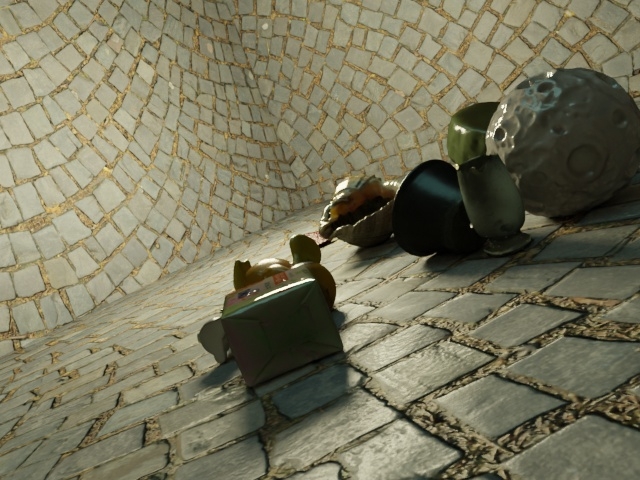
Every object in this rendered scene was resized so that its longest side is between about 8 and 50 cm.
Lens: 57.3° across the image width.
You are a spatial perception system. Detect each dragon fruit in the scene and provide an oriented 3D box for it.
[{"bbox_3d":[0.000,0.003,2.242,0.131,0.063,0.097,-24,41,-22],"label":"dragon fruit"}]

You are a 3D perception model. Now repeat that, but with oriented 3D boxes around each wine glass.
[{"bbox_3d":[0.354,-0.071,1.198,0.111,0.204,0.111,-23,11,5],"label":"wine glass"}]

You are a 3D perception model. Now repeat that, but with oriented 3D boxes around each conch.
[{"bbox_3d":[0.144,-0.070,1.818,0.297,0.210,0.352,-14,32,40],"label":"conch"}]

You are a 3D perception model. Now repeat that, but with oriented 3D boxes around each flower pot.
[{"bbox_3d":[0.295,-0.055,1.327,0.235,0.235,0.148,-25,29,-26],"label":"flower pot"}]

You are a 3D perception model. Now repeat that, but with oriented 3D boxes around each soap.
[{"bbox_3d":[-0.075,0.146,1.063,0.182,0.138,0.199,-23,9,-5],"label":"soap"}]

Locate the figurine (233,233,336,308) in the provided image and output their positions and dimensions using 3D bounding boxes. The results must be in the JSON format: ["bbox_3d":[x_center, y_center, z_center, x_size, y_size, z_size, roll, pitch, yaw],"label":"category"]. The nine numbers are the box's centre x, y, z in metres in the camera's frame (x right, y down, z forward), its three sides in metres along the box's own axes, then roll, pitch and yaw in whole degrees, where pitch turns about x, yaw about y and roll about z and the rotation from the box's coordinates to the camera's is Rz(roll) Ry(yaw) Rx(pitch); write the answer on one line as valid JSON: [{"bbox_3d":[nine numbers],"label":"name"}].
[{"bbox_3d":[-0.073,0.103,1.319,0.228,0.215,0.215,-33,1,27],"label":"figurine"}]

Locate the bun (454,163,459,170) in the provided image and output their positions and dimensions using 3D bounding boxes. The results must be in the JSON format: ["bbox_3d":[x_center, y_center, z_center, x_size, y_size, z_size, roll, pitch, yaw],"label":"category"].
[{"bbox_3d":[0.625,-0.299,2.331,0.178,0.128,0.193,-16,7,41],"label":"bun"}]

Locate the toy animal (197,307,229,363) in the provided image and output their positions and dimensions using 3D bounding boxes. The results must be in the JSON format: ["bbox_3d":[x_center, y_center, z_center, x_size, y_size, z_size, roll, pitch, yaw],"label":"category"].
[{"bbox_3d":[-0.193,0.176,1.264,0.127,0.131,0.182,5,6,19],"label":"toy animal"}]

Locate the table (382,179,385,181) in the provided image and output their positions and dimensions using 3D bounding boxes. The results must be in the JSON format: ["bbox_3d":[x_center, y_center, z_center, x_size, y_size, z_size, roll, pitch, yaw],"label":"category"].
[{"bbox_3d":[0.243,-0.174,2.501,0.111,0.121,0.240,-20,7,11],"label":"table"}]

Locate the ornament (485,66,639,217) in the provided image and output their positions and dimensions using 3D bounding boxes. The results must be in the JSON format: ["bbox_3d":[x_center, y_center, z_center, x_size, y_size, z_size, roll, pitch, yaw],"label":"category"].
[{"bbox_3d":[0.538,-0.228,1.316,0.337,0.337,0.337,-21,8,3],"label":"ornament"}]

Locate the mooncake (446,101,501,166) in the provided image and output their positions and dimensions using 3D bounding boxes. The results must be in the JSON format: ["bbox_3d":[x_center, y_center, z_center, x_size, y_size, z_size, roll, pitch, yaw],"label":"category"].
[{"bbox_3d":[0.643,-0.369,2.145,0.356,0.194,0.356,-1,31,1],"label":"mooncake"}]
